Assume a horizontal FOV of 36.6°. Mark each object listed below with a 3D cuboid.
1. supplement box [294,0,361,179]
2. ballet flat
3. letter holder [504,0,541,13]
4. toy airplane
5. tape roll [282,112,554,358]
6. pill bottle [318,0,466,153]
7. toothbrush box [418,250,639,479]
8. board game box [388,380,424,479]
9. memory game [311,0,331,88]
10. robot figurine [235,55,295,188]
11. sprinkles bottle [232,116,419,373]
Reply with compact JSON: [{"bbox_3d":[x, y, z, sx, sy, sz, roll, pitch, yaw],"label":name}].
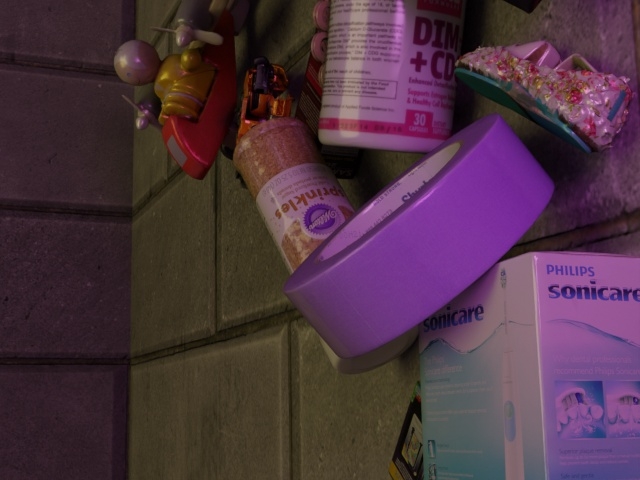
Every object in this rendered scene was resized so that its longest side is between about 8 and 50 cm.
[{"bbox_3d":[0.028,-0.223,1.399,0.130,0.073,0.239,-119,39,-53],"label":"supplement box"},{"bbox_3d":[0.219,-0.151,0.941,0.077,0.091,0.241,-51,34,5],"label":"ballet flat"},{"bbox_3d":[0.208,-0.399,0.851,0.152,0.214,0.301,32,144,15],"label":"letter holder"},{"bbox_3d":[-0.256,-0.352,1.848,0.384,0.273,0.385,-125,43,-57],"label":"toy airplane"},{"bbox_3d":[0.094,-0.006,0.960,0.090,0.275,0.275,50,156,-6],"label":"tape roll"},{"bbox_3d":[0.088,-0.247,1.141,0.160,0.161,0.282,-162,76,-67],"label":"pill bottle"},{"bbox_3d":[0.192,0.172,0.875,0.216,0.126,0.295,150,120,-66],"label":"toothbrush box"},{"bbox_3d":[0.144,0.263,1.085,0.170,0.048,0.141,-122,39,-54],"label":"board game box"},{"bbox_3d":[0.051,-0.255,1.233,0.012,0.186,0.186,9,96,39],"label":"memory game"},{"bbox_3d":[-0.093,-0.201,1.584,0.291,0.085,0.211,-104,22,-73],"label":"robot figurine"},{"bbox_3d":[0.000,0.000,1.276,0.355,0.121,0.121,62,144,29],"label":"sprinkles bottle"}]
